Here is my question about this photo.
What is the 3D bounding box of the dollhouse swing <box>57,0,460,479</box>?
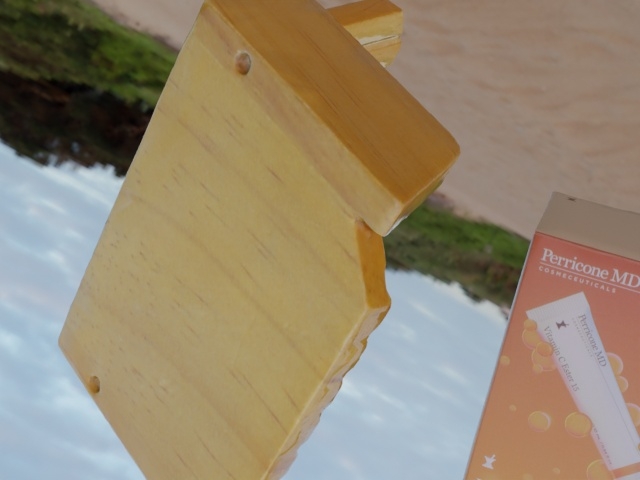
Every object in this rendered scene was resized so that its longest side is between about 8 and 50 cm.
[{"bbox_3d":[0.000,0.000,0.930,0.305,0.347,0.315,-8,-133,-45],"label":"dollhouse swing"}]

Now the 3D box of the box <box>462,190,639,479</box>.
[{"bbox_3d":[0.284,0.154,1.147,0.215,0.345,0.168,16,-160,13],"label":"box"}]
